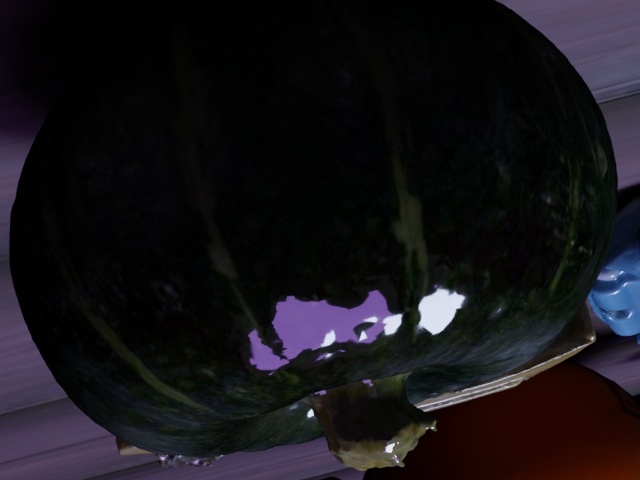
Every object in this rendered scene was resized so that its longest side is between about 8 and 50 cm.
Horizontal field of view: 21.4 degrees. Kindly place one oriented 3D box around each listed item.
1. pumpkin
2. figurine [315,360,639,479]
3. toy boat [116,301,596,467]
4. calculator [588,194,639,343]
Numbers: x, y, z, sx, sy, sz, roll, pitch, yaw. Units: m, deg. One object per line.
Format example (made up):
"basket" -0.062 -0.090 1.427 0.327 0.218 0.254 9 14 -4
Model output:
"pumpkin" -0.001 -0.003 0.461 0.167 0.125 0.167 -13 144 -9
"figurine" 0.163 0.157 1.029 0.323 0.196 0.320 -23 -155 -7
"toy boat" 0.016 0.050 0.767 0.226 0.068 0.088 -10 157 -12
"calculator" 0.268 0.013 0.764 0.293 0.051 0.173 -6 155 18
